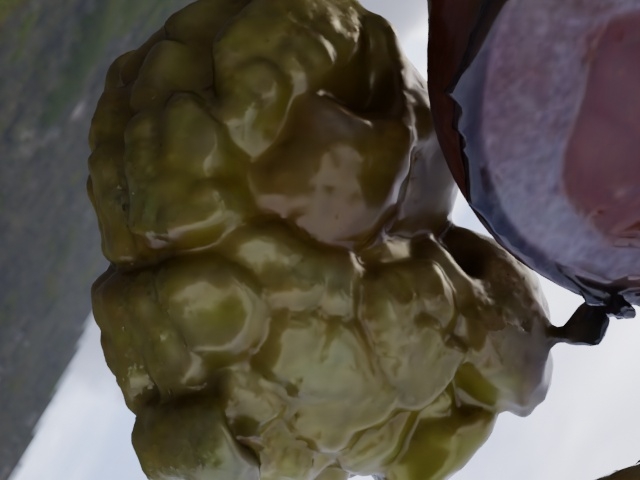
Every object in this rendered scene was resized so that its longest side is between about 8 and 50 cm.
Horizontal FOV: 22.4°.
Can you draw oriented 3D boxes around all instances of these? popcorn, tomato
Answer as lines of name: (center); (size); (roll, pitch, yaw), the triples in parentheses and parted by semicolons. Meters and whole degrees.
popcorn: (-0.015, 0.011, 0.584); (0.163, 0.194, 0.140); (-37, -167, -10)
tomato: (0.118, -0.098, 0.516); (0.112, 0.199, 0.228); (-127, -137, -60)

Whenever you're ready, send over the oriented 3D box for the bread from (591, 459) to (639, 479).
bread: (0.187, 0.162, 0.927); (0.106, 0.072, 0.053); (-32, -157, 39)
